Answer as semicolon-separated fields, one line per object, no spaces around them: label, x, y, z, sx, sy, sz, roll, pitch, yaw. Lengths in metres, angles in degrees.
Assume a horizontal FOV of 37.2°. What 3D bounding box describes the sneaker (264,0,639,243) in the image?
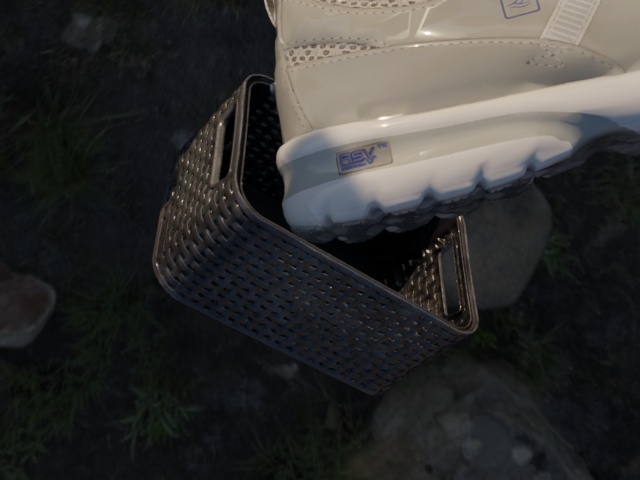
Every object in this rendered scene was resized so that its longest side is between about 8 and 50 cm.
sneaker;0.111;-0.088;0.342;0.281;0.105;0.115;-16;86;-2

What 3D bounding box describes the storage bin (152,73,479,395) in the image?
storage bin;0.000;0.000;0.578;0.180;0.122;0.084;29;129;-26
